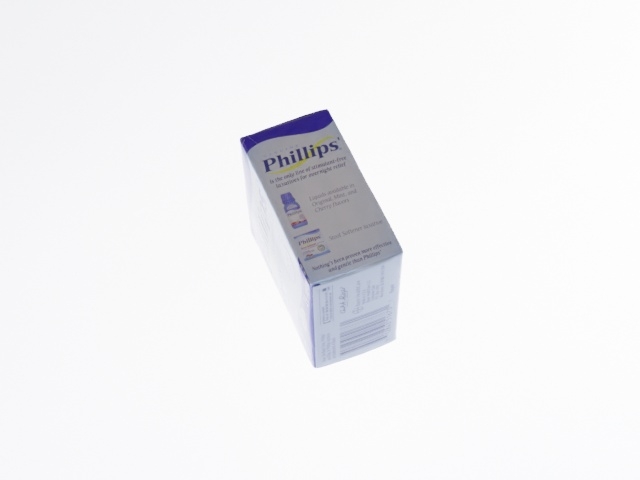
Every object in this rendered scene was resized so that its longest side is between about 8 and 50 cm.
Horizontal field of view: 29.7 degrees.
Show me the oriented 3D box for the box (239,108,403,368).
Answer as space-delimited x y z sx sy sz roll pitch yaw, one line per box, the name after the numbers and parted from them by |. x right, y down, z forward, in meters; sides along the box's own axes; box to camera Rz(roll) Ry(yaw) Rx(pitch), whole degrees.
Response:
0.000 0.000 0.878 0.072 0.126 0.137 -19 -121 -11 | box
